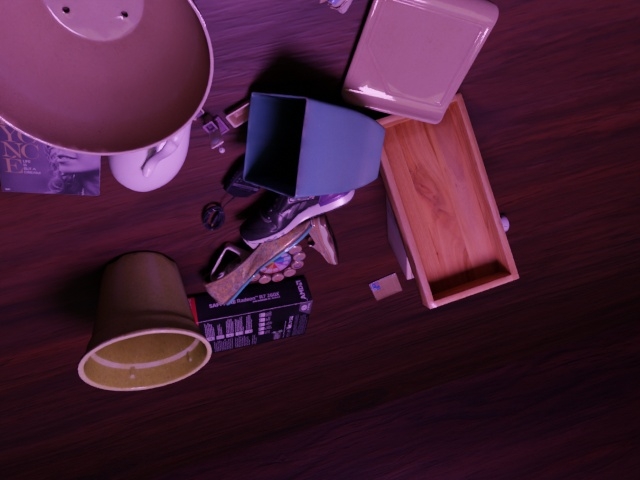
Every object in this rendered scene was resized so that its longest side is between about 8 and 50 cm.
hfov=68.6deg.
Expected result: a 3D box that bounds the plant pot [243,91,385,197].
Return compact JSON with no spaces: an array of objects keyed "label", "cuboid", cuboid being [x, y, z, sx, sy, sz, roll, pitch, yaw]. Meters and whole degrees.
[{"label":"plant pot","cuboid":[0.003,-0.178,0.893,0.235,0.166,0.165,-5,110,-40]}]

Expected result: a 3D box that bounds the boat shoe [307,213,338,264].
[{"label":"boat shoe","cuboid":[0.000,0.000,1.254,0.072,0.068,0.189,-12,135,9]}]

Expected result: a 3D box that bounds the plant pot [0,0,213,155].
[{"label":"plant pot","cuboid":[-0.300,-0.282,0.622,0.285,0.190,0.284,-13,143,-10]}]

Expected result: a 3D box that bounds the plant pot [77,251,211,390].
[{"label":"plant pot","cuboid":[-0.415,0.175,1.108,0.276,0.253,0.276,-13,144,-10]}]

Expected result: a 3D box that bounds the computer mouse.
[{"label":"computer mouse","cuboid":[-0.199,-0.101,1.046,0.071,0.041,0.242,13,139,-39]}]

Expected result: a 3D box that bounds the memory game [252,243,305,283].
[{"label":"memory game","cuboid":[-0.130,0.065,1.308,0.186,0.012,0.186,-14,144,-10]}]

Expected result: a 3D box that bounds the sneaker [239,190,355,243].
[{"label":"sneaker","cuboid":[-0.073,-0.103,1.067,0.284,0.107,0.124,-27,129,3]}]

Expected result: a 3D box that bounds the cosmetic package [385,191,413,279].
[{"label":"cosmetic package","cuboid":[0.247,-0.051,1.216,0.113,0.160,0.309,-18,143,-2]}]

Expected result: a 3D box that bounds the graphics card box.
[{"label":"graphics card box","cuboid":[-0.219,0.233,1.411,0.372,0.094,0.232,-9,145,-14]}]

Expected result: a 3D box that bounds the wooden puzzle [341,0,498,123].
[{"label":"wooden puzzle","cuboid":[0.174,-0.347,0.870,0.221,0.044,0.238,9,133,-14]}]

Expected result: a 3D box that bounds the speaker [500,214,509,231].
[{"label":"speaker","cuboid":[0.504,-0.041,1.442,0.136,0.055,0.055,-10,143,-13]}]

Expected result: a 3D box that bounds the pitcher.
[{"label":"pitcher","cuboid":[-0.279,-0.166,0.795,0.126,0.177,0.207,23,126,-31]}]

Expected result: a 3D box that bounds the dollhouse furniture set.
[{"label":"dollhouse furniture set","cuboid":[-0.167,-0.220,0.860,0.114,0.081,0.091,-28,144,10]}]

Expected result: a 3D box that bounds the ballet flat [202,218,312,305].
[{"label":"ballet flat","cuboid":[-0.174,0.034,1.176,0.349,0.123,0.123,-41,139,24]}]

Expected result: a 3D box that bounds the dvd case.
[{"label":"dvd case","cuboid":[-0.481,-0.165,0.834,0.165,0.018,0.221,1,139,-26]}]

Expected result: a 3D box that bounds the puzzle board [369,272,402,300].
[{"label":"puzzle board","cuboid":[0.223,0.158,1.602,0.097,0.011,0.128,-23,144,6]}]

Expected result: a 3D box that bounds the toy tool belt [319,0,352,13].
[{"label":"toy tool belt","cuboid":[0.035,-0.407,0.741,0.051,0.052,0.083,1,139,-39]}]

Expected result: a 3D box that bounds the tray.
[{"label":"tray","cuboid":[0.259,-0.083,1.012,0.203,0.410,0.076,-19,-177,-2]}]
